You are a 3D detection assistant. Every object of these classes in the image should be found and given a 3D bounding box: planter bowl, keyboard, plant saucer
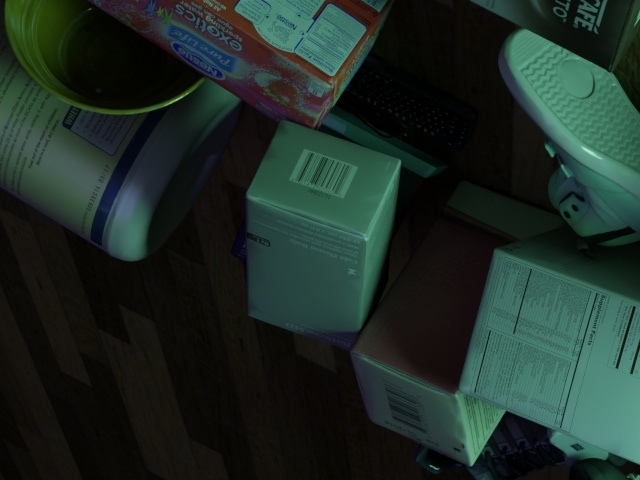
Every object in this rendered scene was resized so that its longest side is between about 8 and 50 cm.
[{"bbox_3d":[-0.201,-0.200,1.870,0.217,0.217,0.090,32,155,6],"label":"planter bowl"},{"bbox_3d":[0.060,-0.135,1.885,0.192,0.038,0.100,30,155,12],"label":"keyboard"},{"bbox_3d":[0.037,-0.112,1.934,0.192,0.018,0.067,29,-169,12],"label":"plant saucer"}]

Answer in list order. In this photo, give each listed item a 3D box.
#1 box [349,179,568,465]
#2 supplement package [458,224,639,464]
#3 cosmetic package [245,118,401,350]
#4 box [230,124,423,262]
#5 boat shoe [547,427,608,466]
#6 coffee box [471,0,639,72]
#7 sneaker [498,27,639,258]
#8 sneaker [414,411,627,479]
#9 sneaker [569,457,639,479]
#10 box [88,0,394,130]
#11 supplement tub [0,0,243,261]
[{"bbox_3d":[0.147,0.082,1.931,0.127,0.232,0.148,22,152,24],"label":"box"},{"bbox_3d":[0.273,0.093,1.797,0.203,0.194,0.149,21,108,26],"label":"supplement package"},{"bbox_3d":[0.000,0.000,1.837,0.127,0.107,0.238,18,149,10],"label":"cosmetic package"},{"bbox_3d":[0.004,-0.028,2.029,0.153,0.108,0.207,26,159,1],"label":"box"},{"bbox_3d":[0.278,0.211,2.075,0.049,0.040,0.142,-19,152,14],"label":"boat shoe"},{"bbox_3d":[0.131,-0.276,1.451,0.297,0.119,0.168,29,154,12],"label":"coffee box"},{"bbox_3d":[0.222,-0.078,1.713,0.256,0.094,0.151,40,148,-18],"label":"sneaker"},{"bbox_3d":[0.235,0.243,2.241,0.300,0.121,0.111,0,139,49],"label":"sneaker"},{"bbox_3d":[0.387,0.300,2.144,0.122,0.146,0.330,54,-175,39],"label":"sneaker"},{"bbox_3d":[-0.076,-0.227,1.778,0.257,0.128,0.122,32,155,2],"label":"box"},{"bbox_3d":[-0.270,-0.151,2.020,0.325,0.235,0.235,31,155,6],"label":"supplement tub"}]
